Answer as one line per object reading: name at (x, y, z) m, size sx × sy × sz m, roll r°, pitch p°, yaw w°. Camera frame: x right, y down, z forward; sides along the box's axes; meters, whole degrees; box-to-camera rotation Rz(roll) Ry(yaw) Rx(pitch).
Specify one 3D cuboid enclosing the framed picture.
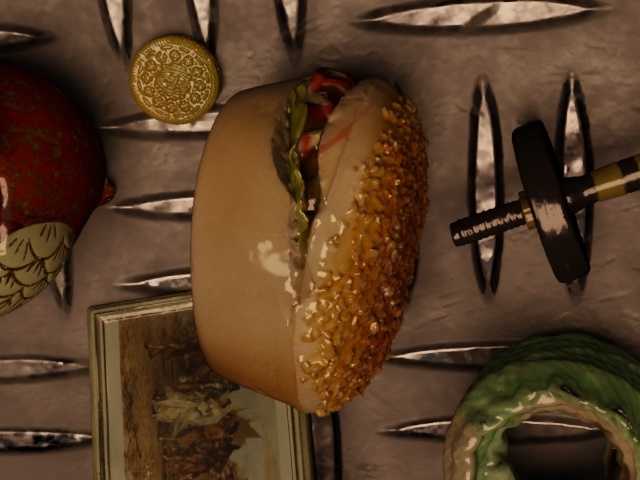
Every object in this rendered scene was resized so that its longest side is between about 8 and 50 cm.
framed picture at (-0.114, 0.172, 1.420) m, size 0.217 × 0.017 × 0.274 m, roll -11°, pitch 68°, yaw 9°

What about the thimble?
thimble at (0.219, 0.201, 1.392) m, size 0.219 × 0.150 × 0.219 m, roll 4°, pitch 104°, yaw 15°

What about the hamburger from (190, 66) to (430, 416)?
hamburger at (0.000, 0.000, 1.292) m, size 0.170 × 0.302 × 0.302 m, roll 5°, pitch 111°, yaw 13°

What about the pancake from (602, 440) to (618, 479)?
pancake at (0.335, 0.206, 1.464) m, size 0.129 × 0.022 × 0.116 m, roll -3°, pitch 109°, yaw 6°

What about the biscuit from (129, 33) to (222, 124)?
biscuit at (-0.131, -0.146, 1.391) m, size 0.084 × 0.023 × 0.084 m, roll 2°, pitch 109°, yaw 7°

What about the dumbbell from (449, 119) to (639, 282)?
dumbbell at (0.265, -0.056, 1.311) m, size 0.325 × 0.143 × 0.143 m, roll -18°, pitch 107°, yaw 13°

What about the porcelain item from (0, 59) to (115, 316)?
porcelain item at (-0.286, -0.042, 1.372) m, size 0.253 × 0.253 × 0.253 m, roll 2°, pitch 110°, yaw 6°
